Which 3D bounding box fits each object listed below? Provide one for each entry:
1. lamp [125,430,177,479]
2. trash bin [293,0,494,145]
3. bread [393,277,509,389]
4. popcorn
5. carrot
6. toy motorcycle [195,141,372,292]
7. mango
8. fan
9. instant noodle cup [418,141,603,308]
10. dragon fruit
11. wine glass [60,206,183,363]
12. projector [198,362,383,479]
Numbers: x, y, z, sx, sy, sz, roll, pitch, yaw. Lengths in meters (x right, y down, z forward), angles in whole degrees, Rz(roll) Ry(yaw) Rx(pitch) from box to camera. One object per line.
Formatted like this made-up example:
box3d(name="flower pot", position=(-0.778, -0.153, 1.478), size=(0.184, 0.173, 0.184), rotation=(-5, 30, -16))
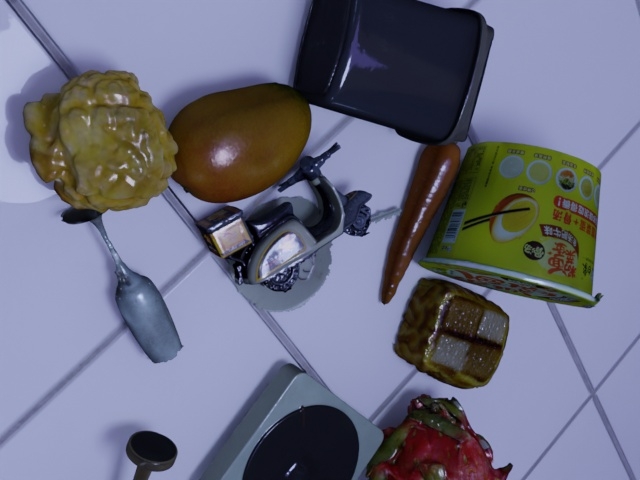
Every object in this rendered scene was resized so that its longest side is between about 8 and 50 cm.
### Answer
box3d(name="lamp", position=(-0.271, 0.383, 1.070), size=(0.121, 0.121, 0.215), rotation=(10, 112, -36))
box3d(name="trash bin", position=(0.121, -0.260, 1.114), size=(0.290, 0.182, 0.209), rotation=(8, 102, -31))
box3d(name="bread", position=(0.247, 0.176, 1.387), size=(0.222, 0.096, 0.181), rotation=(25, 87, -37))
box3d(name="popcorn", position=(-0.263, -0.119, 0.907), size=(0.180, 0.170, 0.180), rotation=(-28, 126, -46))
box3d(name="carrot", position=(0.166, -0.044, 1.289), size=(0.069, 0.069, 0.336), rotation=(16, 101, -37))
box3d(name="toy motorcycle", position=(-0.037, -0.028, 1.122), size=(0.263, 0.091, 0.157), rotation=(-33, 113, -18))
box3d(name="mango", position=(-0.108, -0.133, 1.027), size=(0.221, 0.120, 0.151), rotation=(-19, 119, -29))
box3d(name="fan", position=(0.000, 0.000, 1.211), size=(0.329, 0.009, 0.191), rotation=(-23, 113, -25))
box3d(name="instant noodle cup", position=(0.343, -0.027, 1.280), size=(0.311, 0.311, 0.221), rotation=(18, 85, -37))
box3d(name="dragon fruit", position=(0.204, 0.438, 1.360), size=(0.231, 0.237, 0.303), rotation=(-17, 104, -52))
box3d(name="wine glass", position=(-0.259, 0.064, 1.020), size=(0.074, 0.074, 0.262), rotation=(-33, 122, -22))
box3d(name="projector", position=(-0.047, 0.368, 1.250), size=(0.259, 0.079, 0.257), rotation=(-53, 126, -9))
